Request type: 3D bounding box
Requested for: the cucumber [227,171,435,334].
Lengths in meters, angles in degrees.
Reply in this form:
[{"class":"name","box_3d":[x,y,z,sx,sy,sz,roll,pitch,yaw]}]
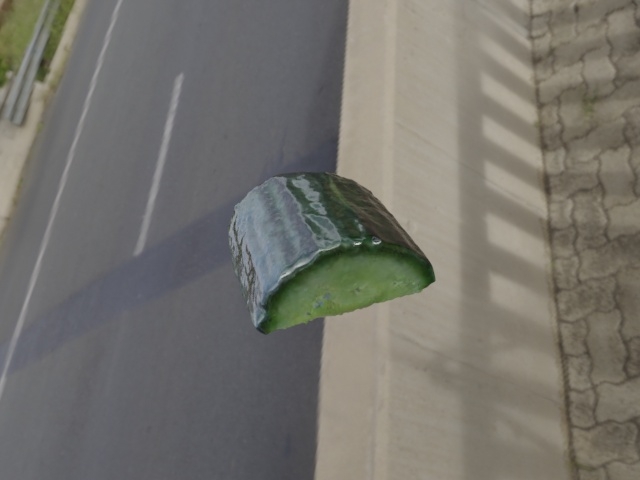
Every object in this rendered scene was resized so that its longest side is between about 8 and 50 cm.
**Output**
[{"class":"cucumber","box_3d":[0.000,0.000,0.464,0.115,0.116,0.062,-118,15,-57]}]
